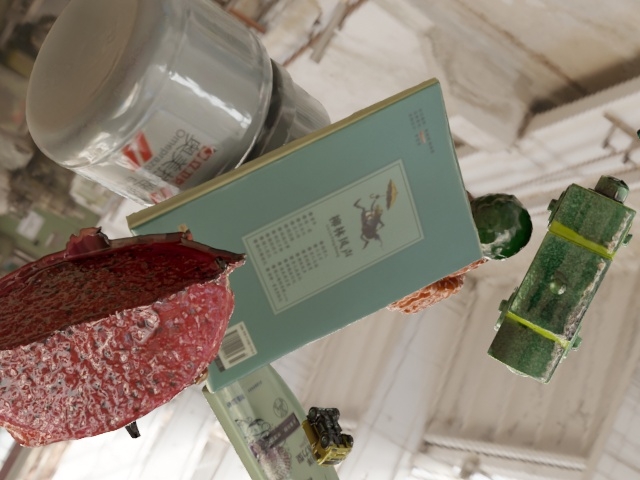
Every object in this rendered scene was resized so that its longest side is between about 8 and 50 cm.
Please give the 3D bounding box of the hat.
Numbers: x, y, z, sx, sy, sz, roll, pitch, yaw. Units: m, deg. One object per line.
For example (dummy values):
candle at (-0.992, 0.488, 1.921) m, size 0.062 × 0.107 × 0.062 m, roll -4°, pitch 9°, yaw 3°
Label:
hat at (0.227, -0.025, 1.970) m, size 0.400 × 0.285 × 0.285 m, roll -36°, pitch -153°, yaw 56°

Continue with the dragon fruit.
dragon fruit at (-0.198, 0.077, 0.879) m, size 0.274 × 0.126 × 0.161 m, roll -20°, pitch -147°, yaw -13°

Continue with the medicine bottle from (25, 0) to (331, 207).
medicine bottle at (-0.157, -0.151, 1.142) m, size 0.245 × 0.306 × 0.245 m, roll -23°, pitch -126°, yaw 36°

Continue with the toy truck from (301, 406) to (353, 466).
toy truck at (0.009, 0.290, 1.426) m, size 0.054 × 0.049 × 0.083 m, roll -56°, pitch -137°, yaw 28°

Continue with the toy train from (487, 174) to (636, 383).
toy train at (0.470, 0.074, 1.886) m, size 0.442 × 0.179 × 0.272 m, roll -65°, pitch 166°, yaw 9°

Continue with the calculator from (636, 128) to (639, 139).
calculator at (0.790, -0.175, 1.920) m, size 0.058 × 0.274 × 0.248 m, roll -25°, pitch 163°, yaw -42°

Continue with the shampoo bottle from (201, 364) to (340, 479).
shampoo bottle at (-0.050, 0.357, 1.566) m, size 0.134 × 0.359 × 0.078 m, roll -34°, pitch -170°, yaw -33°

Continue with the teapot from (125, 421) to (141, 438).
teapot at (-0.336, 0.246, 1.518) m, size 0.087 × 0.177 × 0.096 m, roll -23°, pitch 135°, yaw -41°

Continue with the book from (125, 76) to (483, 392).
book at (0.000, 0.000, 1.112) m, size 0.379 × 0.264 × 0.031 m, roll -25°, pitch -144°, yaw -10°
